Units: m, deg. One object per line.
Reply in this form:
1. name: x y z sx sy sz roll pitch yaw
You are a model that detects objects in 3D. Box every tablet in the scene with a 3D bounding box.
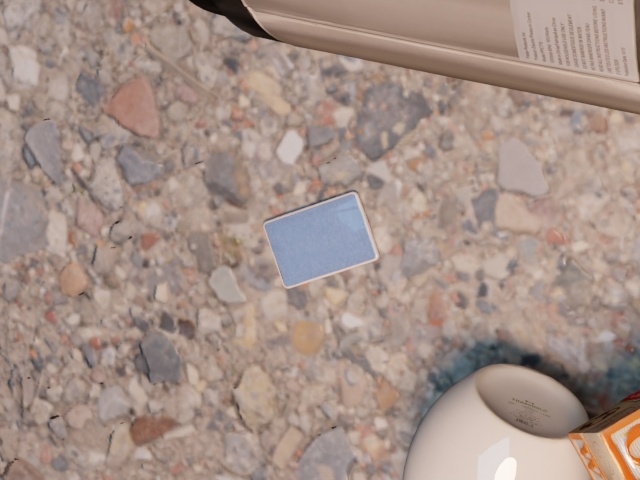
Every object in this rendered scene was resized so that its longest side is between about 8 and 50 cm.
1. tablet: 0.000 0.000 1.274 0.083 0.006 0.054 -18 91 26

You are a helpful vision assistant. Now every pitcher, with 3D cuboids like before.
1. pitcher: 0.135 0.200 1.197 0.178 0.125 0.207 19 120 0

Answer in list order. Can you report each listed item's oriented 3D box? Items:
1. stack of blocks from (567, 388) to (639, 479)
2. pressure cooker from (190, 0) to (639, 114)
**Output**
1. stack of blocks: 0.308 0.209 1.079 0.171 0.087 0.297 -29 87 -8
2. pressure cooker: 0.077 -0.278 0.981 0.420 0.375 0.369 13 108 22
